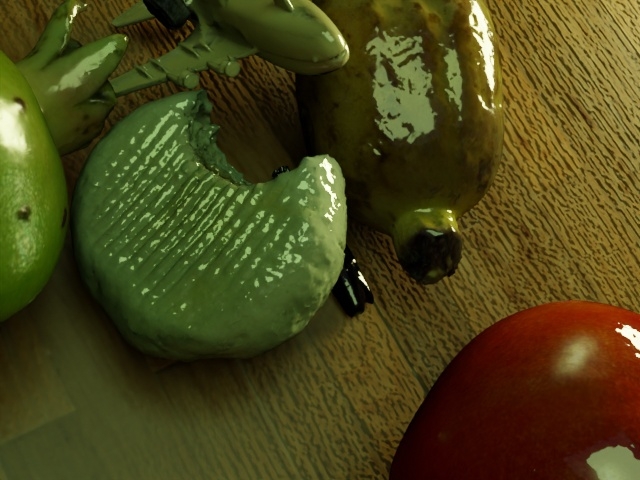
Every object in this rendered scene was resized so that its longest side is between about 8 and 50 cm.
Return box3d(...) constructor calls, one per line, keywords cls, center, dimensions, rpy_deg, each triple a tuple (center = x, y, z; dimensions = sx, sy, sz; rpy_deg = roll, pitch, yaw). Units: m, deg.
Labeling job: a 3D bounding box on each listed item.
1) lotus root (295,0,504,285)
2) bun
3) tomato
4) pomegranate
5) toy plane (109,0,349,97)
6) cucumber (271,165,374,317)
box3d(cls="lotus root", center=(0.064, -0.113, 0.896), dimensions=(0.169, 0.141, 0.314), rpy_deg=(0, 74, -10))
box3d(cls="bun", center=(-0.076, -0.007, 0.819), dimensions=(0.204, 0.126, 0.212), rpy_deg=(-30, 68, 1))
box3d(cls="tomato", center=(0.167, 0.180, 0.735), dimensions=(0.226, 0.298, 0.298), rpy_deg=(-19, 65, 22))
box3d(cls="pomegranate", center=(-0.271, -0.054, 0.730), dimensions=(0.260, 0.260, 0.341), rpy_deg=(41, 58, 7))
box3d(cls="toy plane", center=(-0.066, -0.182, 0.857), dimensions=(0.242, 0.256, 0.104), rpy_deg=(-45, 123, -13))
box3d(cls="cucumber", center=(0.001, -0.001, 0.888), dimensions=(0.033, 0.034, 0.135), rpy_deg=(-31, 77, -29))
